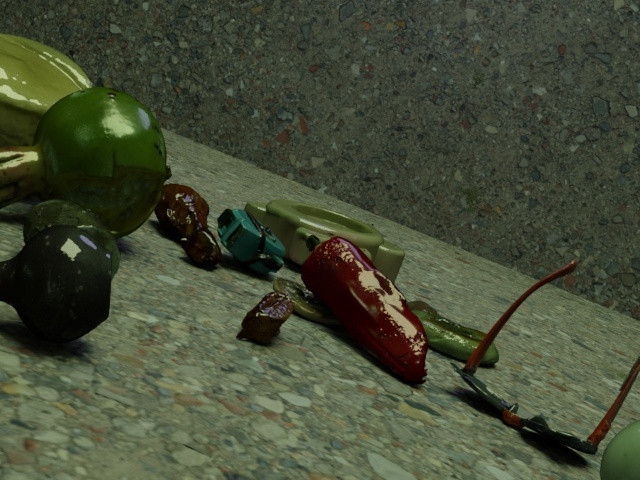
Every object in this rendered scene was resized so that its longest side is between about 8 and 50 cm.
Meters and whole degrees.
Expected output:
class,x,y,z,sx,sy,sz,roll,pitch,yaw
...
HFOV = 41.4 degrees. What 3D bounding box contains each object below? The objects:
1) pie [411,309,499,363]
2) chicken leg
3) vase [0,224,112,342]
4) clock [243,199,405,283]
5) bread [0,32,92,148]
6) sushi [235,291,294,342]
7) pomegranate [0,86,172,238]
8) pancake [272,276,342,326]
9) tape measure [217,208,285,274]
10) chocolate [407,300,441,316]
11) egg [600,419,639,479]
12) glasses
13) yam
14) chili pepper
class,x,y,z,sx,sy,sz,roll,pitch,yaw
pie,0.235,0.170,1.527,0.186,0.041,0.187,19,8,-3
chicken leg,-0.230,-0.027,1.527,0.113,0.093,0.304,31,7,-31
vase,-0.303,0.041,0.847,0.182,0.120,0.120,4,13,-14
clock,0.000,0.000,1.824,0.309,0.114,0.284,9,16,-47
bread,-0.554,-0.216,1.457,0.320,0.237,0.320,16,24,-7
sushi,-0.074,0.106,1.151,0.052,0.055,0.120,32,19,0
pomegranate,-0.379,-0.113,1.292,0.301,0.236,0.236,-8,22,-28
pancake,-0.012,0.104,1.403,0.158,0.028,0.158,24,8,-4
tape measure,-0.125,0.004,1.530,0.125,0.081,0.146,37,9,-31
chocolate,0.210,0.142,1.686,0.064,0.031,0.101,24,6,-14
egg,0.403,0.269,0.942,0.192,0.149,0.149,12,11,-18
glasses,0.341,0.148,1.202,0.234,0.268,0.118,27,-8,46
yam,-0.313,0.006,1.054,0.107,0.107,0.183,16,8,-30
chili pepper,0.061,0.090,1.325,0.110,0.110,0.387,13,25,-42
